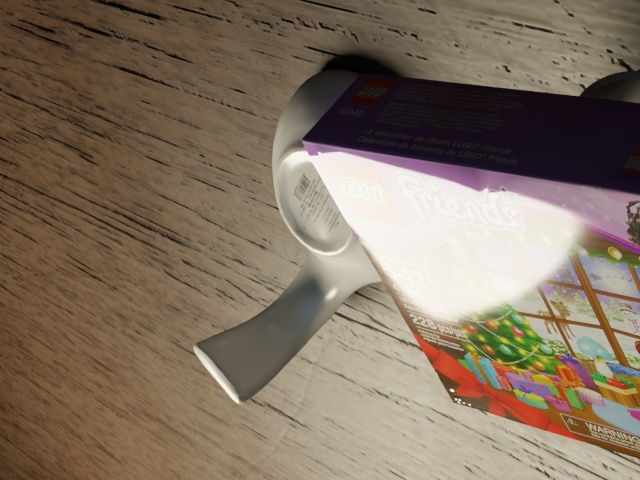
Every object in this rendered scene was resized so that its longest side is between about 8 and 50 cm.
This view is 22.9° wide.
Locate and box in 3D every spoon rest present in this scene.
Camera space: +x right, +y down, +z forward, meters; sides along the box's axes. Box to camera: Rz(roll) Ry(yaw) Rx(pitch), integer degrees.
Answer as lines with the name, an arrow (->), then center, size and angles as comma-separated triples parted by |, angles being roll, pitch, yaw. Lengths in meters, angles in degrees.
spoon rest -> 0.000, 0.000, 1.039 | 0.137, 0.084, 0.276 | 49, 138, 16

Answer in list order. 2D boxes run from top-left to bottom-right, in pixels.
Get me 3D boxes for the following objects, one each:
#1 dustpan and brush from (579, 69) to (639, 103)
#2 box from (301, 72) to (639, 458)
dustpan and brush -> 0.171, -0.048, 0.702 | 0.147, 0.060, 0.211 | 45, 150, 25
box -> 0.146, 0.026, 0.728 | 0.293, 0.057, 0.201 | 12, 143, 45
